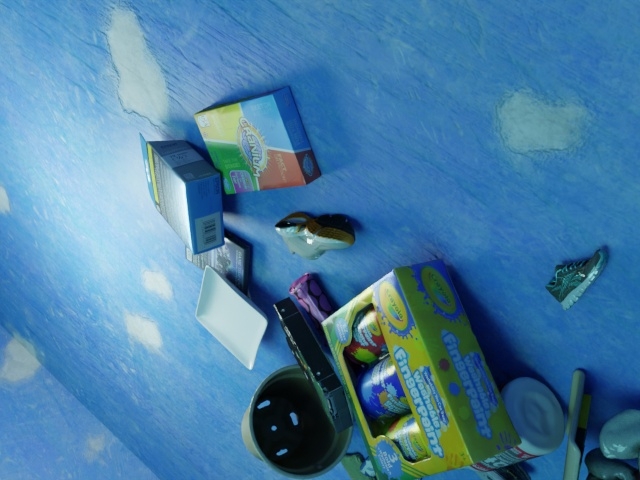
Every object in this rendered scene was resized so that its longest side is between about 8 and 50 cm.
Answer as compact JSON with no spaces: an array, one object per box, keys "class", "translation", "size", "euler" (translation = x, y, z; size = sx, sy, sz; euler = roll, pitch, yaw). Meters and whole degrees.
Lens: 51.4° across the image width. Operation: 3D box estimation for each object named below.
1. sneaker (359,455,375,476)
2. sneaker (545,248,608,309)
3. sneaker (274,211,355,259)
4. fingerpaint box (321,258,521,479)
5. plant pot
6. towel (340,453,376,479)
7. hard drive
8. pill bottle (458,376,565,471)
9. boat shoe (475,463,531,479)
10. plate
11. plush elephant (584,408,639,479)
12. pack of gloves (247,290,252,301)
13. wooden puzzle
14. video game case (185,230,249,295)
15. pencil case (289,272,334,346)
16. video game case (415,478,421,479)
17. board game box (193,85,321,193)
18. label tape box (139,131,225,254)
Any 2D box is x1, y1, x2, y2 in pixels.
[{"class":"sneaker","translation":[0.222,0.636,1.952],"size":[0.131,0.112,0.296],"euler":[39,131,11]},{"class":"sneaker","translation":[0.511,0.069,1.341],"size":[0.076,0.065,0.166],"euler":[41,137,18]},{"class":"sneaker","translation":[0.000,0.000,1.745],"size":[0.262,0.099,0.121],"euler":[12,133,46]},{"class":"fingerpaint box","translation":[0.213,0.324,1.581],"size":[0.371,0.163,0.445],"euler":[-43,62,52]},{"class":"plant pot","translation":[-0.106,0.585,2.109],"size":[0.334,0.334,0.305],"euler":[50,151,2]},{"class":"towel","translation":[0.129,0.772,2.214],"size":[0.110,0.027,0.148],"euler":[-24,102,49]},{"class":"hard drive","translation":[-0.019,0.348,1.874],"size":[0.339,0.064,0.237],"euler":[56,167,40]},{"class":"pill bottle","translation":[0.418,0.459,1.611],"size":[0.176,0.176,0.318],"euler":[48,141,4]},{"class":"boat shoe","translation":[0.471,0.605,1.761],"size":[0.183,0.083,0.065],"euler":[34,143,61]},{"class":"plate","translation":[-0.278,0.242,2.119],"size":[0.277,0.045,0.278],"euler":[39,136,19]},{"class":"plush elephant","translation":[0.683,0.500,1.358],"size":[0.255,0.330,0.272],"euler":[-48,49,19]},{"class":"pack of gloves","translation":[-0.271,0.210,2.181],"size":[0.195,0.046,0.232],"euler":[-6,103,44]},{"class":"wooden puzzle","translation":[0.554,0.436,1.437],"size":[0.044,0.239,0.221],"euler":[6,123,20]},{"class":"video game case","translation":[-0.330,0.040,2.097],"size":[0.274,0.026,0.196],"euler":[30,132,28]},{"class":"pencil case","translation":[-0.006,0.197,1.874],"size":[0.095,0.098,0.209],"euler":[-33,96,20]},{"class":"video game case","translation":[0.242,0.663,2.043],"size":[0.166,0.015,0.119],"euler":[25,133,28]},{"class":"board game box","translation":[-0.169,-0.251,1.729],"size":[0.316,0.064,0.242],"euler":[-2,116,43]},{"class":"label tape box","translation":[-0.411,-0.155,1.966],"size":[0.347,0.115,0.249],"euler":[44,144,43]}]
